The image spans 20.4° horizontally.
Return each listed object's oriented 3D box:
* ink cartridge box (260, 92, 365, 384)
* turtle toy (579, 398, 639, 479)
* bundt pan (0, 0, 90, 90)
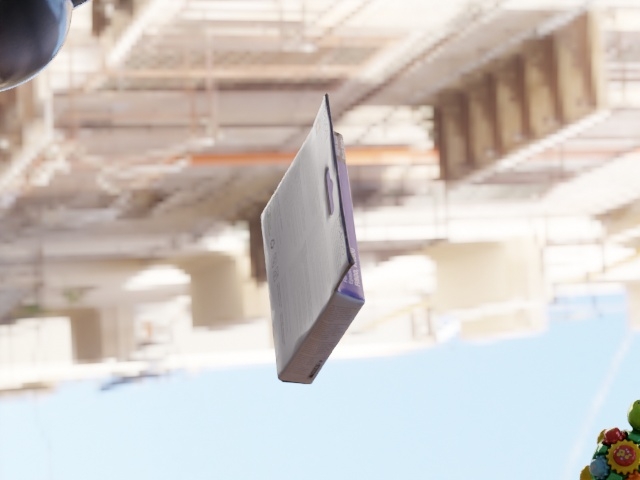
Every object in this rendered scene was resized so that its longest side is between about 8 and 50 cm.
[{"bbox_3d":[0.000,0.000,1.857,0.224,0.045,0.223,120,-30,-49],"label":"ink cartridge box"},{"bbox_3d":[0.355,0.243,2.042,0.130,0.095,0.066,-62,157,-19],"label":"turtle toy"},{"bbox_3d":[-0.229,-0.199,0.888,0.124,0.330,0.331,17,-72,53],"label":"bundt pan"}]
